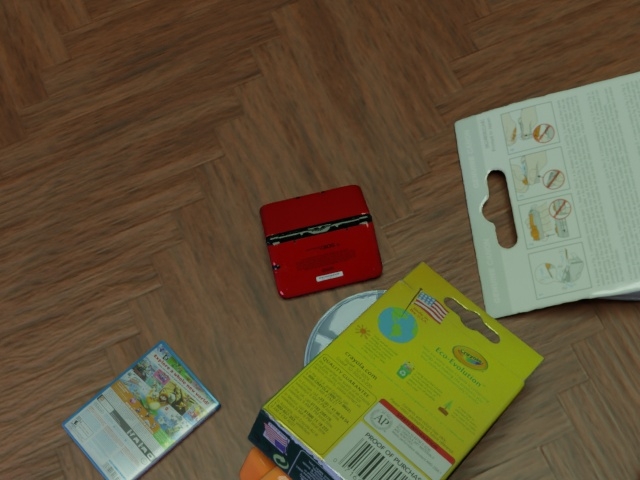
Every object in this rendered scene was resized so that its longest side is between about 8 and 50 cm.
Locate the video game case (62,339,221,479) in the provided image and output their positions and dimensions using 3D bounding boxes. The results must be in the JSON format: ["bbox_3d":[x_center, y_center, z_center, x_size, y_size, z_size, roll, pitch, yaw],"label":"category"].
[{"bbox_3d":[-0.227,0.222,1.367,0.166,0.015,0.119,-40,69,-14],"label":"video game case"}]

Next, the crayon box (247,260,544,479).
[{"bbox_3d":[0.096,0.184,1.256,0.202,0.081,0.318,40,52,14],"label":"crayon box"}]

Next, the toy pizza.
[{"bbox_3d":[0.080,0.160,1.365,0.201,0.032,0.201,0,67,0],"label":"toy pizza"}]

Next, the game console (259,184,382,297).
[{"bbox_3d":[0.000,0.000,1.454,0.144,0.085,0.124,-13,97,-2],"label":"game console"}]

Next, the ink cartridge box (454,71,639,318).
[{"bbox_3d":[0.394,-0.061,1.440,0.385,0.091,0.308,-14,65,16],"label":"ink cartridge box"}]

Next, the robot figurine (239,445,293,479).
[{"bbox_3d":[-0.006,0.328,1.243,0.128,0.158,0.219,-45,69,12],"label":"robot figurine"}]
